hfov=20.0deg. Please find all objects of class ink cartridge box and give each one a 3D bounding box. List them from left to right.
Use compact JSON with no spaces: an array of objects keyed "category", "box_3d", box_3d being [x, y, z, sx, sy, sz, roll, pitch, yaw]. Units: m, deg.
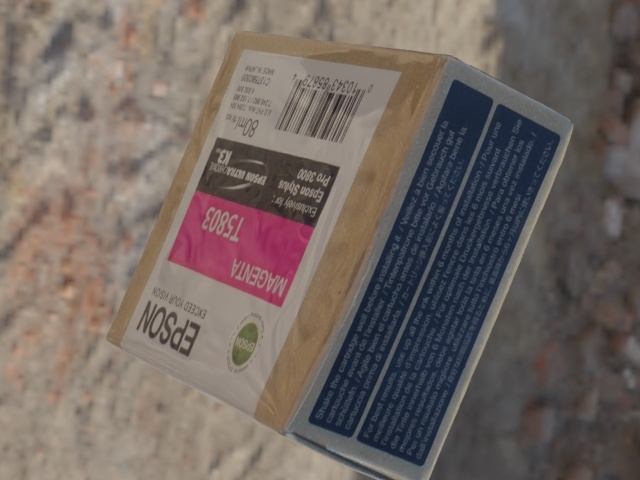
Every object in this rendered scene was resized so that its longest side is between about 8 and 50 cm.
[{"category":"ink cartridge box","box_3d":[0.000,0.000,0.925,0.088,0.235,0.193,26,86,-29]}]
